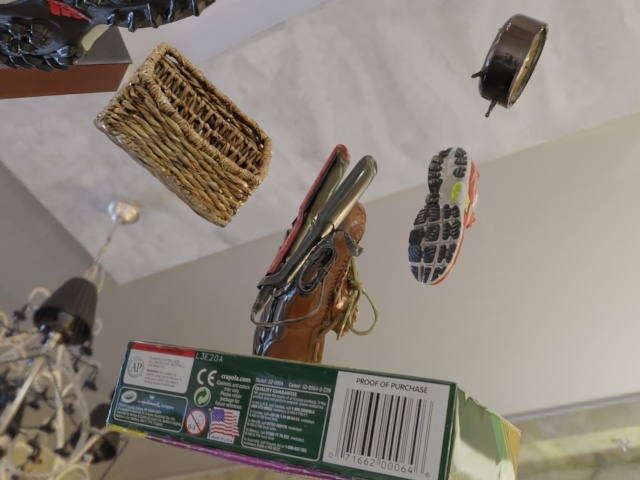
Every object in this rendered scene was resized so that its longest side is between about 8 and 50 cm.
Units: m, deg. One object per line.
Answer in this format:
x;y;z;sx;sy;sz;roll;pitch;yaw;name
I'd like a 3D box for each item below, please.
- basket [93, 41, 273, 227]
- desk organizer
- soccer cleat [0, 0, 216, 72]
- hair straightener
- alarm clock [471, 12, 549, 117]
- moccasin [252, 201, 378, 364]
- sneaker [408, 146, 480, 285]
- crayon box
-0.227;-0.199;1.267;0.299;0.213;0.223;43;-99;-21;basket
-0.251;-0.168;0.653;0.050;0.130;0.047;-41;-111;49;desk organizer
-0.162;-0.184;0.427;0.318;0.117;0.108;2;-14;43;soccer cleat
0.000;0.000;0.759;0.089;0.230;0.047;23;-19;32;hair straightener
0.288;-0.273;1.020;0.064;0.192;0.129;31;-38;19;alarm clock
0.001;0.086;1.005;0.146;0.139;0.380;9;-49;-11;moccasin
0.252;-0.037;1.313;0.107;0.279;0.118;4;-22;40;sneaker
0.010;0.209;0.773;0.362;0.106;0.313;3;-19;27;crayon box
